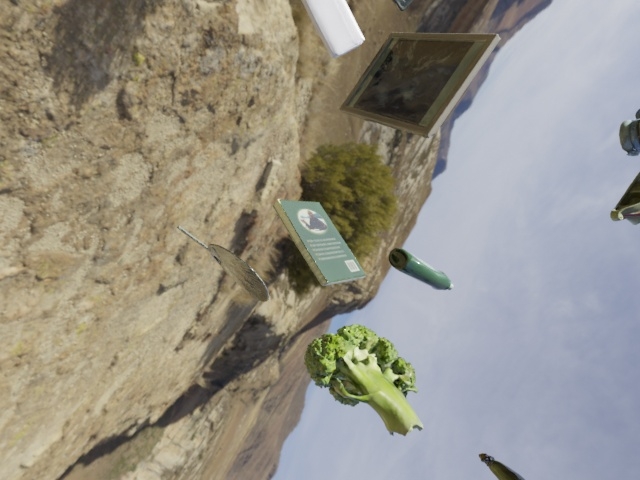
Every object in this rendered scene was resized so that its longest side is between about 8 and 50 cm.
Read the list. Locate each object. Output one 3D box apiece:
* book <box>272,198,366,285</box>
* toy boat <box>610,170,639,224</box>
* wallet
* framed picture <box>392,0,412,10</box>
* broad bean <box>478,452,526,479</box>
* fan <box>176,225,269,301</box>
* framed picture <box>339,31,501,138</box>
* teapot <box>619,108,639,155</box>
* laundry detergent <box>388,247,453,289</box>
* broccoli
[{"bbox_3d":[0.000,0.000,1.498,0.043,0.371,0.260,-45,156,30],"label":"book"},{"bbox_3d":[0.753,-0.096,0.950,0.185,0.071,0.089,-46,-167,-15],"label":"toy boat"},{"bbox_3d":[0.022,-0.531,0.940,0.095,0.190,0.033,-32,-171,-6],"label":"wallet"},{"bbox_3d":[0.087,-0.418,0.380,0.232,0.024,0.315,-42,142,21],"label":"framed picture"},{"bbox_3d":[0.365,0.456,0.642,0.297,0.060,0.043,-124,-156,-66],"label":"broad bean"},{"bbox_3d":[-0.230,0.054,0.993,0.012,0.294,0.223,-50,-165,-23],"label":"fan"},{"bbox_3d":[0.171,-0.310,0.774,0.209,0.019,0.281,-56,-140,2],"label":"framed picture"},{"bbox_3d":[0.379,-0.130,0.436,0.083,0.049,0.063,-4,-93,60],"label":"teapot"},{"bbox_3d":[0.309,0.093,1.198,0.063,0.211,0.137,-61,-158,5],"label":"laundry detergent"},{"bbox_3d":[0.117,0.343,0.962,0.254,0.302,0.186,5,126,-55],"label":"broccoli"}]
